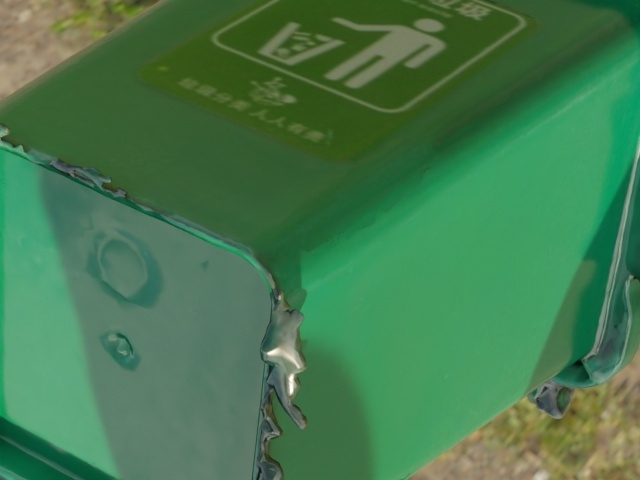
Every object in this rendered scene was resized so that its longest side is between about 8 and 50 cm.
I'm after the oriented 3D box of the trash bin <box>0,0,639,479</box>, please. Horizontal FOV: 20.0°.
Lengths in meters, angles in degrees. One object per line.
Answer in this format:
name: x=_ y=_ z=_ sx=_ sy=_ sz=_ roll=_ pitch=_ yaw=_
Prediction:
trash bin: x=0.000 y=0.000 z=0.905 sx=0.259 sy=0.381 sz=0.295 roll=25 pitch=125 yaw=27
